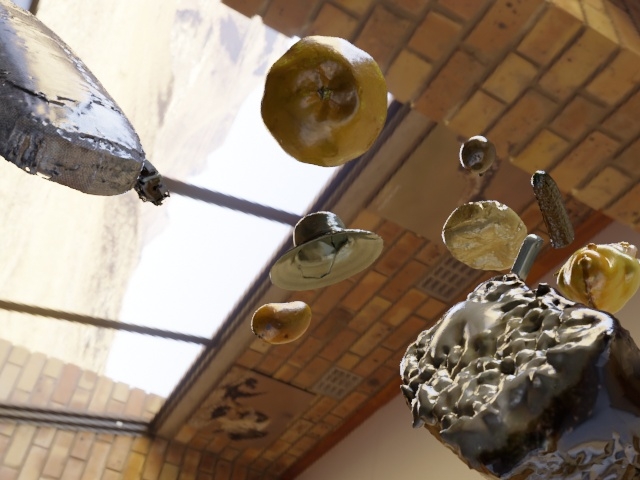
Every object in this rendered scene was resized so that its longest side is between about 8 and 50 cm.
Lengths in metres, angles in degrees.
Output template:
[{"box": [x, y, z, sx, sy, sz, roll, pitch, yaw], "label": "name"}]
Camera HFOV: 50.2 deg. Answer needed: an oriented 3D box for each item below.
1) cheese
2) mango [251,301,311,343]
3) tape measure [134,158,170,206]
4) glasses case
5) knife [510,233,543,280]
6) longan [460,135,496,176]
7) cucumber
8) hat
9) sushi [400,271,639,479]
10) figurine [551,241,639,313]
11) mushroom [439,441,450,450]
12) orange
[{"box": [0.455, -0.004, 1.858, 0.226, 0.214, 0.117, -10, -138, 47], "label": "cheese"}, {"box": [-0.107, 0.233, 1.926, 0.090, 0.178, 0.115, -34, -117, 60], "label": "mango"}, {"box": [-0.330, -0.111, 1.289, 0.054, 0.094, 0.091, -38, -150, -22], "label": "tape measure"}, {"box": [-0.222, -0.123, 0.509, 0.282, 0.109, 0.067, 47, -69, 36], "label": "glasses case"}, {"box": [0.333, 0.065, 1.147, 0.023, 0.044, 0.162, 32, -68, 38], "label": "knife"}, {"box": [0.440, -0.233, 1.898, 0.106, 0.119, 0.106, -19, -146, 13], "label": "longan"}, {"box": [0.490, -0.072, 1.453, 0.052, 0.215, 0.058, 15, -121, 46], "label": "cucumber"}, {"box": [0.000, 0.000, 1.426, 0.252, 0.252, 0.110, -48, -128, 45], "label": "hat"}, {"box": [0.191, 0.154, 0.647, 0.196, 0.182, 0.343, -35, -174, -3], "label": "sushi"}, {"box": [0.508, 0.058, 1.227, 0.156, 0.131, 0.246, -13, -174, 39], "label": "figurine"}, {"box": [0.267, 0.300, 1.223, 0.166, 0.127, 0.166, 19, 90, -81], "label": "mushroom"}, {"box": [0.008, -0.293, 1.447, 0.279, 0.279, 0.235, -62, 174, 9], "label": "orange"}]
